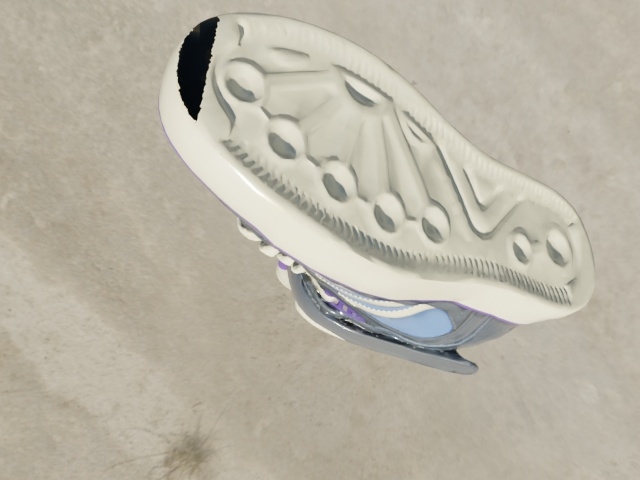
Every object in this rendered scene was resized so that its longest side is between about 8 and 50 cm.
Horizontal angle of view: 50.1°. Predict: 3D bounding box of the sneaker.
[{"bbox_3d":[0.000,0.000,0.470,0.322,0.236,0.130,22,63,-31],"label":"sneaker"}]
